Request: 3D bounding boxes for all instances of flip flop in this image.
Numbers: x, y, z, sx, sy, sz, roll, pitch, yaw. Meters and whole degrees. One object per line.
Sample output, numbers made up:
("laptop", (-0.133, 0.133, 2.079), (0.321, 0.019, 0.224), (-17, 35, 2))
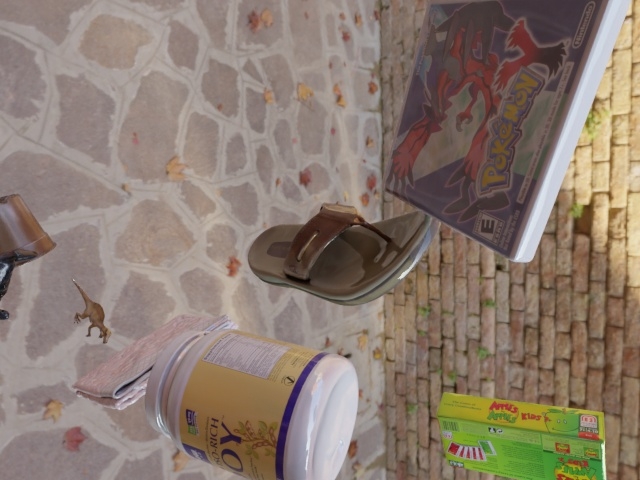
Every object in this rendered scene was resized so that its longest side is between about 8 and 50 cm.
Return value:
("flip flop", (0.000, 0.000, 0.514), (0.112, 0.277, 0.080), (-54, 123, -26))

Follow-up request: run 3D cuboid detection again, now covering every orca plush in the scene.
("orca plush", (-0.727, 0.125, 1.051), (0.102, 0.287, 0.151), (47, 10, -21))

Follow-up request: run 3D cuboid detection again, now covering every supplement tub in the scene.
("supplement tub", (-0.122, 0.296, 0.854), (0.241, 0.332, 0.240), (7, 90, -66))

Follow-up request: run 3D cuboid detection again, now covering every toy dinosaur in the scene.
("toy dinosaur", (-0.574, 0.181, 1.176), (0.183, 0.093, 0.053), (56, 31, 7))

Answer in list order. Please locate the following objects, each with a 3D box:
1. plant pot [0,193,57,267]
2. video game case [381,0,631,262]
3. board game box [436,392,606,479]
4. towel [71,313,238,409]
("plant pot", (-0.824, -0.027, 1.241), (0.167, 0.167, 0.165), (-39, 123, -44))
("video game case", (0.125, -0.110, 0.372), (0.023, 0.183, 0.201), (2, 111, -27))
("board game box", (0.244, 0.246, 0.574), (0.043, 0.182, 0.092), (-48, 128, -50))
("towel", (-0.410, 0.280, 1.152), (0.332, 0.317, 0.053), (-33, 103, -40))
